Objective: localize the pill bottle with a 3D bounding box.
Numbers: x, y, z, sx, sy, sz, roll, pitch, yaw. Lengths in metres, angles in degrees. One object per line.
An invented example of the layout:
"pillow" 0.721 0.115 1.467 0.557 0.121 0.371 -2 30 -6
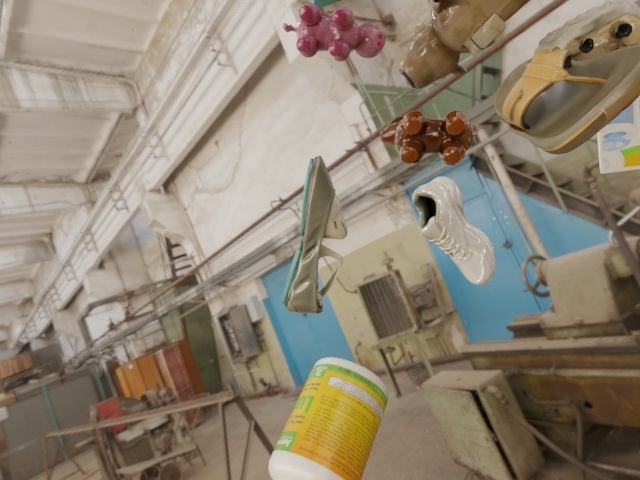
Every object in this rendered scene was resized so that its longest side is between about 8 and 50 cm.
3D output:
"pill bottle" 0.005 0.319 0.667 0.136 0.136 0.246 -30 23 48

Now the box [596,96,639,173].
"box" 0.533 -0.174 0.649 0.203 0.114 0.103 -5 13 35

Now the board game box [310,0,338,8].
"board game box" 0.070 -0.784 1.085 0.253 0.079 0.336 -21 -22 -3

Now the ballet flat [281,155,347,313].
"ballet flat" 0.000 0.000 0.548 0.068 0.213 0.072 12 25 -2

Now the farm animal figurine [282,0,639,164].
"farm animal figurine" 0.139 -0.267 0.495 0.326 0.331 0.172 -24 11 24

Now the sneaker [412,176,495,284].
"sneaker" 0.245 -0.010 0.847 0.115 0.232 0.090 -17 -18 -35

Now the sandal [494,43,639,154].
"sandal" 0.157 -0.108 0.308 0.072 0.049 0.180 -57 11 19
